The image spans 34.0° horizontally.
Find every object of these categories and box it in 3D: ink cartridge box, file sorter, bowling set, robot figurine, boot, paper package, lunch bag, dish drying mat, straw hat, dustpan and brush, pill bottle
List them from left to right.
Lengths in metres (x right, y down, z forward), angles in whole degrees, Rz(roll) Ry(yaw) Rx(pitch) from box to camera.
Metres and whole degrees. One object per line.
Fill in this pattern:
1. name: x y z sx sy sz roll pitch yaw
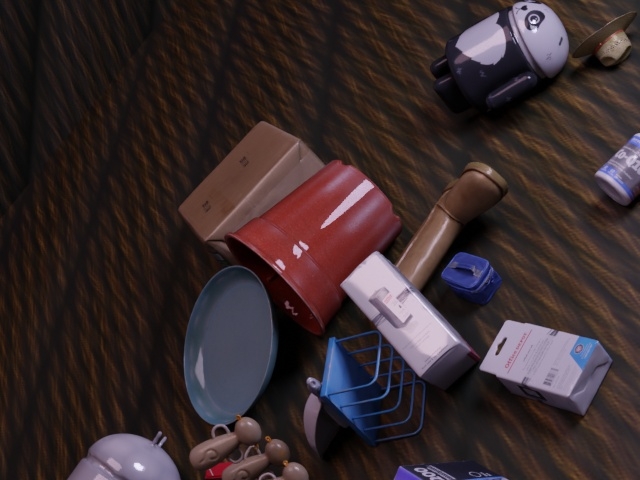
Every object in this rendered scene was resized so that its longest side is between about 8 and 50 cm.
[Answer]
1. robot figurine: -0.397 0.510 1.953 0.353 0.200 0.300 -55 7 -14
2. dish drying mat: -0.185 0.435 1.984 0.083 0.008 0.032 -14 44 36
3. paper package: -0.134 -0.085 2.285 0.309 0.168 0.325 -47 24 -3
4. bowling set: -0.079 0.408 1.770 0.154 0.287 0.200 -31 3 7
5. dustpan and brush: 0.010 0.278 1.785 0.060 0.211 0.147 19 68 41
6. file sorter: 0.093 0.248 1.761 0.104 0.170 0.118 -16 44 29
7. ink cartridge box: 0.150 0.136 1.755 0.092 0.158 0.218 -42 64 5
8. boot: 0.219 0.002 1.913 0.269 0.089 0.236 -54 0 -16
9. ink cartridge box: 0.207 0.376 1.495 0.206 0.208 0.045 21 106 52
10. lunch bag: 0.269 0.066 1.860 0.098 0.065 0.067 17 67 52
11. robot figurine: 0.362 -0.369 2.117 0.278 0.173 0.209 -26 83 24
12. ink cartridge box: 0.352 0.196 1.646 0.180 0.060 0.104 12 64 50
13. straw hat: 0.562 -0.371 2.015 0.144 0.144 0.061 -34 78 14
14. pill bottle: 0.541 -0.132 1.780 0.137 0.078 0.078 -45 35 -1

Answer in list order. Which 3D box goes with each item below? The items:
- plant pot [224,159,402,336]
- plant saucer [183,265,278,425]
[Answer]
1. plant pot: 0.000 0.000 2.051 0.265 0.272 0.272 -44 34 -14
2. plant saucer: -0.173 0.209 2.081 0.317 0.043 0.318 -20 64 50
